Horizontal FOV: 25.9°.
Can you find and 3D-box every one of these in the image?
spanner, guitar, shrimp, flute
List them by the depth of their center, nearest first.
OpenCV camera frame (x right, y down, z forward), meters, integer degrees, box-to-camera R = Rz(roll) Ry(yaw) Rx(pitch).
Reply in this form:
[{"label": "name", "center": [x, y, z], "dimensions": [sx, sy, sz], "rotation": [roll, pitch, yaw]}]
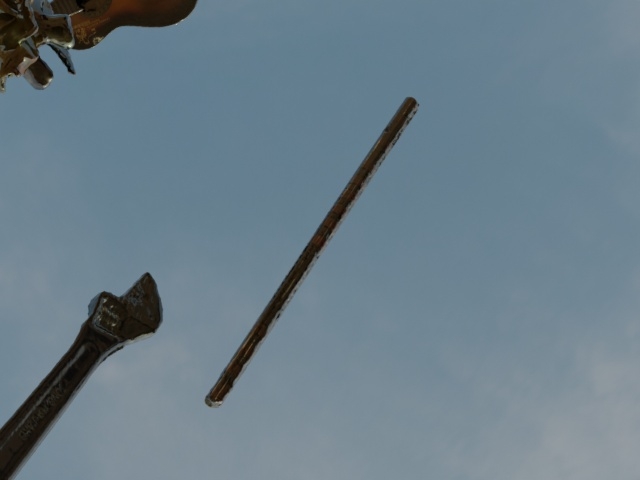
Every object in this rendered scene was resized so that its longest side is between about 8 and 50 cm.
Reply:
[{"label": "shrimp", "center": [-0.163, -0.118, 0.554], "dimensions": [0.115, 0.051, 0.217], "rotation": [3, -144, -40]}, {"label": "spanner", "center": [-0.149, 0.088, 0.794], "dimensions": [0.046, 0.012, 0.208], "rotation": [55, -135, -22]}, {"label": "flute", "center": [0.000, 0.000, 0.888], "dimensions": [0.014, 0.014, 0.269], "rotation": [30, -120, 5]}, {"label": "guitar", "center": [-0.197, -0.161, 0.997], "dimensions": [0.233, 0.025, 0.088], "rotation": [-24, -73, 9]}]
